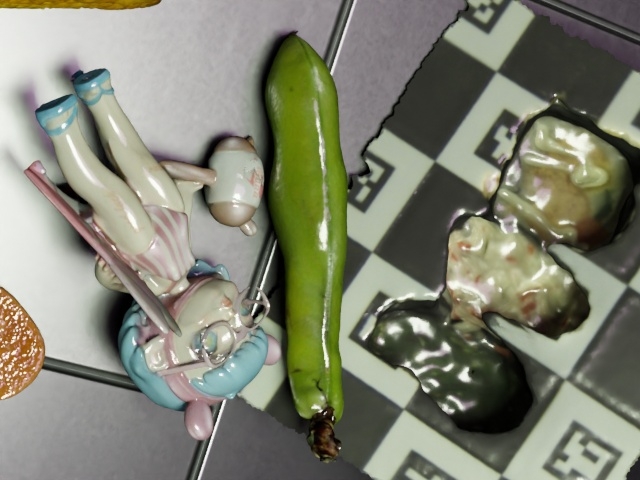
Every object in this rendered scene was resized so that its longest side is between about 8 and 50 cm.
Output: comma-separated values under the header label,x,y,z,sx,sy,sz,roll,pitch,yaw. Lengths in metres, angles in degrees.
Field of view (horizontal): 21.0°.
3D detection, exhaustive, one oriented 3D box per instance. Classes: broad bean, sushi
label,x,y,z,sx,sy,sz,roll,pitch,yaw
broad bean,-0.003,0.003,1.241,0.056,0.098,0.318,-3,79,-17
sushi,0.146,0.034,1.330,0.296,0.100,0.373,31,82,8

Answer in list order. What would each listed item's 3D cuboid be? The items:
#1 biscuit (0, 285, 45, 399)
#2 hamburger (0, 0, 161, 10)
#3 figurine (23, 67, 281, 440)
label,x,y,z,sx,sy,sz,roll,pitch,yaw
biscuit,-0.236,0.072,1.197,0.078,0.015,0.091,-38,114,-14
hamburger,-0.188,-0.215,1.083,0.283,0.156,0.144,0,100,-25
figurine,-0.112,-0.004,1.211,0.260,0.102,0.205,63,36,-21
